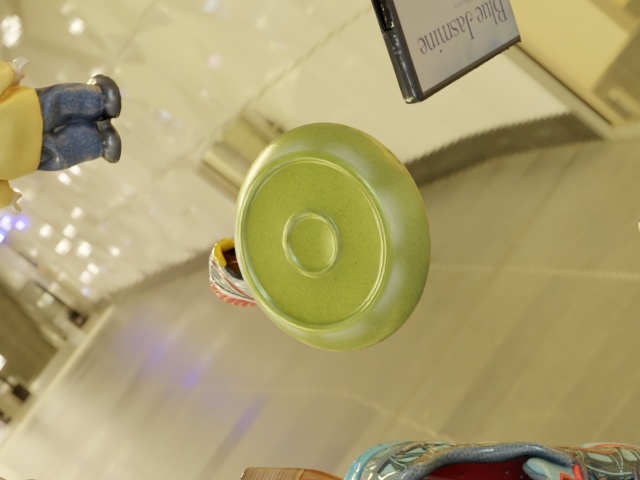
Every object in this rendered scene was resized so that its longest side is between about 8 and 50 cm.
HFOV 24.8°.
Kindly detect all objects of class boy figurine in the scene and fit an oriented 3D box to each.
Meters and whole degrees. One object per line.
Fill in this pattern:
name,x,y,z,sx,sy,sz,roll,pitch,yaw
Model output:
boy figurine,-0.363,-0.113,1.618,0.092,0.285,0.177,35,129,53

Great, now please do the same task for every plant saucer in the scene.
plant saucer,0.000,0.000,1.493,0.241,0.241,0.037,-47,-17,29

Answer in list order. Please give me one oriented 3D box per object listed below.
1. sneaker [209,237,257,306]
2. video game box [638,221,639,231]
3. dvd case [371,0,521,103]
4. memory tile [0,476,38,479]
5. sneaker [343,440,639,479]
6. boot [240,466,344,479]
sneaker,-0.047,0.056,1.922,0.093,0.225,0.088,83,-157,-55
video game box,0.517,0.079,2.048,0.048,0.205,0.187,-16,11,-7
dvd case,0.091,-0.266,1.277,0.022,0.253,0.180,-6,20,41
memory tile,-0.240,0.272,1.281,0.113,0.148,0.012,-2,27,16
sneaker,0.150,0.182,0.952,0.125,0.261,0.104,130,141,-77
boot,0.025,0.258,1.220,0.197,0.152,0.073,65,-144,-53
